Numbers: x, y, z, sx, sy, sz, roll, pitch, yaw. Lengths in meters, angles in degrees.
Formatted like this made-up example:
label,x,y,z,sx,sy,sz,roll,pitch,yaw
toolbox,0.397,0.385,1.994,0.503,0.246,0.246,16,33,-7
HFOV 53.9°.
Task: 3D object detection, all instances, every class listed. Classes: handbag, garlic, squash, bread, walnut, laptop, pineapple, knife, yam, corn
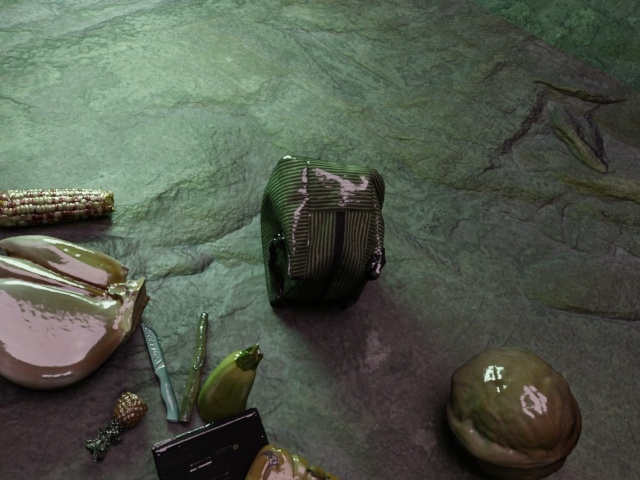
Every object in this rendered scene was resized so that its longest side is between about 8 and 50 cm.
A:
label,x,y,z,sx,sy,sz,roll,pitch,yaw
handbag,0.000,0.000,1.279,0.247,0.340,0.240,6,69,-11
garlic,-0.480,0.132,1.127,0.325,0.132,0.279,10,51,-14
squash,-0.147,0.241,1.098,0.094,0.224,0.094,14,48,-16
bread,-0.026,0.446,1.060,0.225,0.081,0.134,31,62,-2
walnut,0.361,0.326,1.177,0.248,0.248,0.248,9,51,-11
laptop,-0.176,0.380,1.077,0.197,0.016,0.135,-16,84,-27
pineapple,-0.351,0.323,1.083,0.058,0.058,0.124,31,64,7
knife,-0.299,0.243,1.177,0.028,0.015,0.210,-14,58,-20
yam,-0.235,0.236,1.193,0.027,0.029,0.234,4,51,-1
corn,-0.546,-0.073,1.299,0.237,0.079,0.079,-7,56,-23
